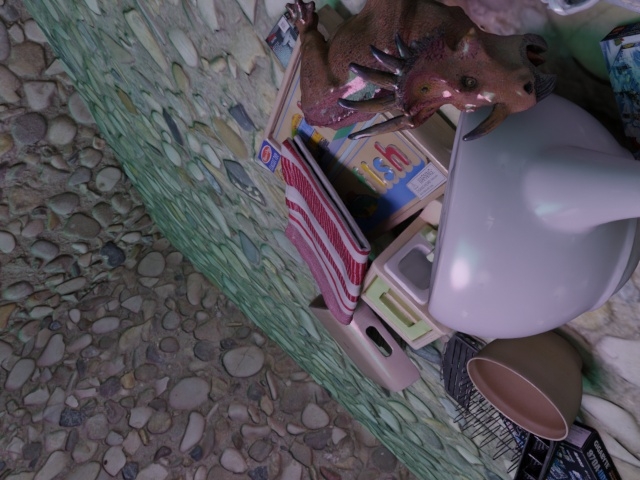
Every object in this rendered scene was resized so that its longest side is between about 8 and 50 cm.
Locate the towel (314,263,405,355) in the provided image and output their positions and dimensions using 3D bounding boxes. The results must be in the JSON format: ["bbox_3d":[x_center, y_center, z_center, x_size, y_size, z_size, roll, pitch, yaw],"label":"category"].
[{"bbox_3d":[0.076,0.129,1.201,0.312,0.056,0.324,37,158,28],"label":"towel"}]

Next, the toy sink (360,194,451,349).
[{"bbox_3d":[0.163,0.063,0.797,0.153,0.131,0.234,44,159,9],"label":"toy sink"}]

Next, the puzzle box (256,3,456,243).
[{"bbox_3d":[0.036,-0.132,0.794,0.272,0.052,0.409,45,160,0],"label":"puzzle box"}]

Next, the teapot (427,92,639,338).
[{"bbox_3d":[0.210,-0.017,0.481,0.187,0.256,0.252,10,126,10],"label":"teapot"}]

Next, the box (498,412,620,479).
[{"bbox_3d":[0.456,0.409,0.950,0.220,0.051,0.175,56,159,-20],"label":"box"}]

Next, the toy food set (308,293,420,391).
[{"bbox_3d":[0.093,0.210,1.152,0.219,0.092,0.306,51,168,-3],"label":"toy food set"}]

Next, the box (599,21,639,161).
[{"bbox_3d":[0.286,-0.107,0.395,0.094,0.027,0.137,15,142,58],"label":"box"}]

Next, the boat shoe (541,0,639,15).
[{"bbox_3d":[0.106,-0.203,0.320,0.321,0.103,0.118,19,-168,-7],"label":"boat shoe"}]

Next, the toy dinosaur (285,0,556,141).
[{"bbox_3d":[0.041,-0.155,0.466,0.127,0.200,0.296,11,164,-29],"label":"toy dinosaur"}]

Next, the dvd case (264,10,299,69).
[{"bbox_3d":[-0.030,-0.268,0.756,0.119,0.013,0.087,51,159,-11],"label":"dvd case"}]

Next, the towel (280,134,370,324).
[{"bbox_3d":[0.000,0.000,0.881,0.237,0.037,0.329,58,165,22],"label":"towel"}]

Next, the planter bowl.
[{"bbox_3d":[0.320,0.198,0.760,0.162,0.109,0.162,41,159,19],"label":"planter bowl"}]

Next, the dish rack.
[{"bbox_3d":[0.311,0.308,0.931,0.271,0.074,0.208,39,142,44],"label":"dish rack"}]
